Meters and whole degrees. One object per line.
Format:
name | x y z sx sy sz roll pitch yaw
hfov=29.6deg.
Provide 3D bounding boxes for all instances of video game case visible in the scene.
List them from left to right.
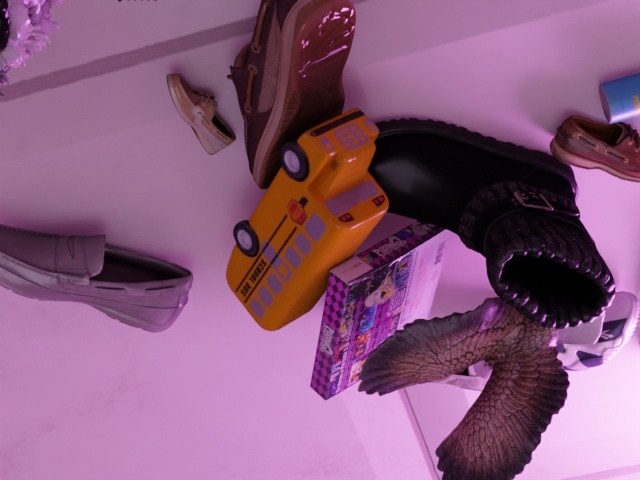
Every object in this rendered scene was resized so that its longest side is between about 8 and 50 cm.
video game case | 0.084 0.092 1.696 0.210 0.042 0.232 -29 144 -35

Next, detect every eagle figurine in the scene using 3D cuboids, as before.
eagle figurine | 0.233 0.167 1.644 0.226 0.298 0.225 27 146 36

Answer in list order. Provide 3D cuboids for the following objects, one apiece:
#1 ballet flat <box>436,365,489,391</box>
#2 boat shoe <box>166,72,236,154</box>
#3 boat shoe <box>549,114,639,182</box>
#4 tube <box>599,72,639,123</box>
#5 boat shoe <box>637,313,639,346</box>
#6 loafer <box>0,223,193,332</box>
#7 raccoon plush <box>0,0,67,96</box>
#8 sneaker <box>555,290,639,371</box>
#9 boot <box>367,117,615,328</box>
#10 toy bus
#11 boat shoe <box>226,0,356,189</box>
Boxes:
ballet flat | 0.210 0.197 1.863 0.168 0.057 0.052 5 120 -5
boat shoe | -0.153 -0.169 1.563 0.045 0.050 0.135 -21 137 12
boat shoe | 0.395 -0.122 1.593 0.178 0.064 0.060 12 130 -7
tube | 0.462 -0.202 1.543 0.207 0.052 0.080 -16 139 5
boat shoe | 0.524 0.110 1.765 0.095 0.095 0.257 -1 130 0
loafer | -0.333 0.032 1.693 0.319 0.112 0.111 18 123 -24
raccoon plush | -0.409 -0.262 1.279 0.216 0.446 0.299 34 102 -35
sneaker | 0.339 0.127 1.778 0.153 0.094 0.235 31 134 -33
boot | 0.193 -0.025 1.543 0.348 0.260 0.131 8 128 -5
toy bus | -0.016 -0.023 1.585 0.130 0.108 0.333 52 141 14
boat shoe | -0.049 -0.203 1.502 0.123 0.123 0.342 -31 156 -26
